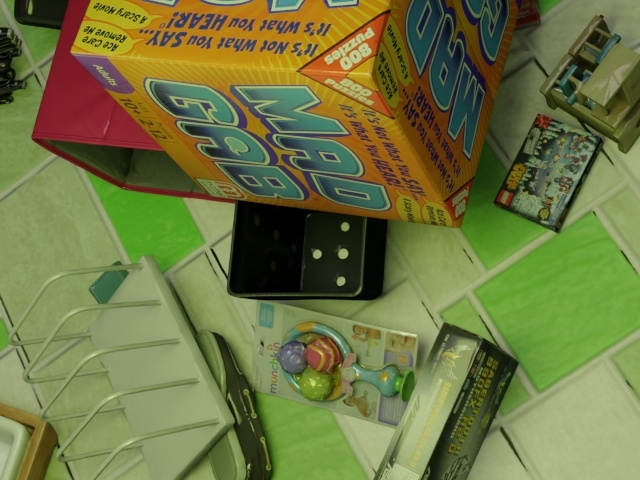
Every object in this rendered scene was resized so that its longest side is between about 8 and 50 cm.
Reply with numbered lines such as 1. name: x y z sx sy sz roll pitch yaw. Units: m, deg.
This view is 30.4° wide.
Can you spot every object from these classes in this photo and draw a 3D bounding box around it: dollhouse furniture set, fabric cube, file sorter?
1. dollhouse furniture set: 0.357 -0.219 1.479 0.129 0.184 0.129 37 92 26
2. fabric cube: -0.214 -0.216 1.677 0.259 0.254 0.258 7 79 24
3. file sorter: -0.284 0.190 1.603 0.193 0.173 0.277 -48 60 36

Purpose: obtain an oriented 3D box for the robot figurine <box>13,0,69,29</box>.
1. robot figurine: -0.416 -0.476 1.862 0.209 0.173 0.278 9 95 29

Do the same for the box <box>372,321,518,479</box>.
1. box: 0.153 0.228 1.444 0.056 0.183 0.231 23 85 27

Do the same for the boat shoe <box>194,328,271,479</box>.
1. boat shoe: -0.125 0.231 1.624 0.081 0.069 0.227 -37 59 44

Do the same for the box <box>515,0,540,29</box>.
1. box: 0.163 -0.351 1.629 0.257 0.122 0.128 -9 72 20

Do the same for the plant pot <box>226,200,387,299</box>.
1. plant pot: 0.000 0.000 1.578 0.188 0.167 0.187 -1 75 21

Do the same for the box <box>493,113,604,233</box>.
1. box: 0.300 -0.089 1.555 0.094 0.027 0.137 25 87 27

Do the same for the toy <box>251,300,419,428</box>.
1. toy: 0.007 0.170 1.565 0.237 0.056 0.137 11 105 20

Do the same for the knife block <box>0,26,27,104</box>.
1. knife block: -0.618 -0.269 1.874 0.242 0.276 0.088 -34 62 44

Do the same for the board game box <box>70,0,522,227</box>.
1. board game box: -0.002 -0.265 1.379 0.357 0.356 0.356 8 69 25

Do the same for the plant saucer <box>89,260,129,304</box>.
1. plant saucer: -0.276 0.116 1.744 0.067 0.018 0.192 -44 65 7

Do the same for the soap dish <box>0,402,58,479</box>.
1. soap dish: -0.538 0.337 1.736 0.291 0.118 0.229 13 81 25
